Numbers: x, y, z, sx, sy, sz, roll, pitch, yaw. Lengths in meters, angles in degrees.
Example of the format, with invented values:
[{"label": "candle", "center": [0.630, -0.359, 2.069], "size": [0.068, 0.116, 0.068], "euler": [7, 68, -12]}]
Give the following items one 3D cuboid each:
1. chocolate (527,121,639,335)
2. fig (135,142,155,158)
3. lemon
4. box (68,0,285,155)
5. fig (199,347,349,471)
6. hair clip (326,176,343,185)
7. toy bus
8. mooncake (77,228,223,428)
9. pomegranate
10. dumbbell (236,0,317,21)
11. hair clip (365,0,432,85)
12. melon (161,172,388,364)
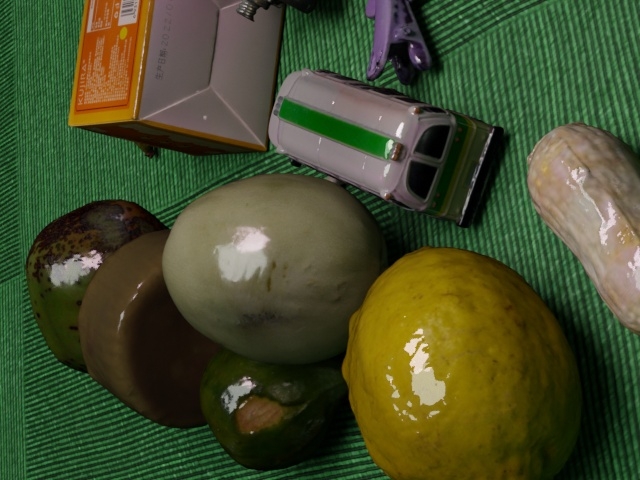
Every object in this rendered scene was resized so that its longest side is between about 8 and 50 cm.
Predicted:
[{"label": "chocolate", "center": [0.330, -0.017, 1.364], "size": [0.134, 0.134, 0.309], "euler": [-50, 48, 28]}, {"label": "fig", "center": [-0.354, -0.232, 2.157], "size": [0.126, 0.133, 0.185], "euler": [0, 102, 39]}, {"label": "lemon", "center": [0.158, 0.151, 1.416], "size": [0.285, 0.285, 0.316], "euler": [-27, 78, 41]}, {"label": "box", "center": [-0.226, -0.293, 1.927], "size": [0.214, 0.259, 0.283], "euler": [4, 84, 47]}, {"label": "fig", "center": [-0.046, 0.216, 1.713], "size": [0.245, 0.195, 0.195], "euler": [-21, 62, 6]}, {"label": "hair clip", "center": [0.000, 0.000, 1.762], "size": [0.034, 0.072, 0.226], "euler": [-5, 78, 44]}, {"label": "toy bus", "center": [0.068, -0.135, 1.634], "size": [0.305, 0.179, 0.143], "euler": [28, 102, 47]}, {"label": "mooncake", "center": [-0.211, 0.126, 1.810], "size": [0.155, 0.284, 0.284], "euler": [25, 100, 51]}, {"label": "pomegranate", "center": [-0.342, 0.057, 2.012], "size": [0.341, 0.285, 0.285], "euler": [-122, 52, -69]}, {"label": "dumbbell", "center": [-0.016, -0.505, 1.779], "size": [0.179, 0.179, 0.406], "euler": [38, 103, 44]}, {"label": "hair clip", "center": [0.100, -0.331, 1.718], "size": [0.137, 0.090, 0.278], "euler": [-35, 48, 53]}, {"label": "melon", "center": [-0.052, 0.037, 1.603], "size": [0.308, 0.272, 0.272], "euler": [-13, 72, 29]}]
